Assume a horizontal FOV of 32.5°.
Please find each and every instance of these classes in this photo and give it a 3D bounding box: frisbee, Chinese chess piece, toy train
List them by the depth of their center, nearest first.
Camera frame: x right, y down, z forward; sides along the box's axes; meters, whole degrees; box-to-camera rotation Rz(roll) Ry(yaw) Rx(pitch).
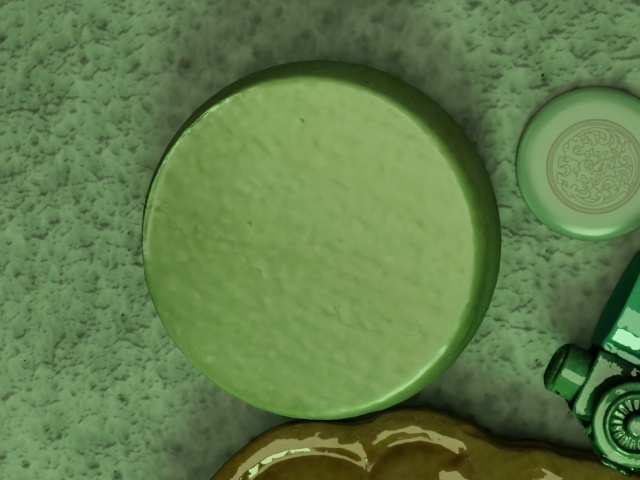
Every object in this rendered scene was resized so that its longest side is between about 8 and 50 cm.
[{"bbox_3d":[0.283,0.106,0.742,0.248,0.101,0.159,25,90,4],"label":"toy train"},{"bbox_3d":[0.192,-0.053,0.767,0.110,0.014,0.110,2,101,11],"label":"frisbee"},{"bbox_3d":[0.000,0.000,0.768,0.250,0.101,0.250,2,100,10],"label":"Chinese chess piece"}]

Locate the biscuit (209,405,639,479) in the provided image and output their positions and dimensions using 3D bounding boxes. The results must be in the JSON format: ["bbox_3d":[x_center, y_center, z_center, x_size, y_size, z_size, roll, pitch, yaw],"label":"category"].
[{"bbox_3d":[0.089,0.294,0.787,0.456,0.078,0.349,1,88,2],"label":"biscuit"}]
